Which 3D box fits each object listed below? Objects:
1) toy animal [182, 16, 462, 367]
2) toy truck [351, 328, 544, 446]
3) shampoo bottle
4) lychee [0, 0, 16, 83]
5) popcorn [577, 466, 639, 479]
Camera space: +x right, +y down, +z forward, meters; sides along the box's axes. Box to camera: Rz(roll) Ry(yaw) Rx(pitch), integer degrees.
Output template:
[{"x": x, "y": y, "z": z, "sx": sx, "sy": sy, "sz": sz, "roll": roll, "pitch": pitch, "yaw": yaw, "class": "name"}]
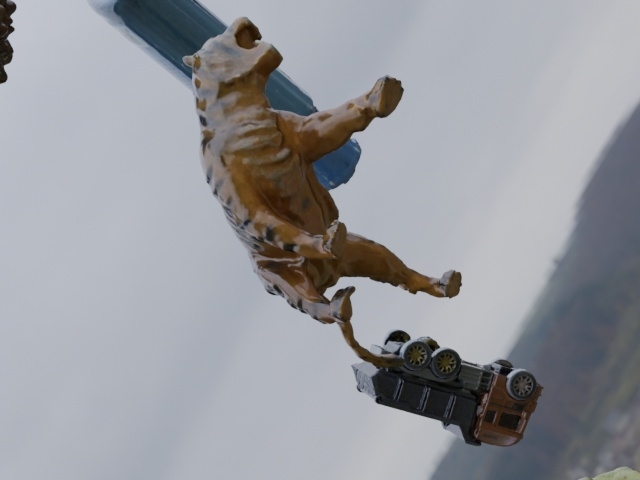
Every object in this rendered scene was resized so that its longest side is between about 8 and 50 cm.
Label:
[{"x": -0.004, "y": 0.005, "z": 1.085, "sx": 0.114, "sy": 0.116, "sz": 0.255, "roll": -56, "pitch": -36, "yaw": -32, "class": "toy animal"}, {"x": 0.132, "y": 0.156, "z": 2.007, "sx": 0.083, "sy": 0.192, "sz": 0.092, "roll": -158, "pitch": 85, "yaw": -74, "class": "toy truck"}, {"x": -0.073, "y": -0.133, "z": 1.544, "sx": 0.061, "sy": 0.258, "sz": 0.104, "roll": -51, "pitch": 24, "yaw": -1, "class": "shampoo bottle"}, {"x": -0.310, "y": -0.149, "z": 1.261, "sx": 0.200, "sy": 0.238, "sz": 0.200, "roll": -21, "pitch": -52, "yaw": -29, "class": "lychee"}, {"x": 0.169, "y": 0.225, "z": 1.084, "sx": 0.212, "sy": 0.198, "sz": 0.198, "roll": -42, "pitch": 3, "yaw": 39, "class": "popcorn"}]
